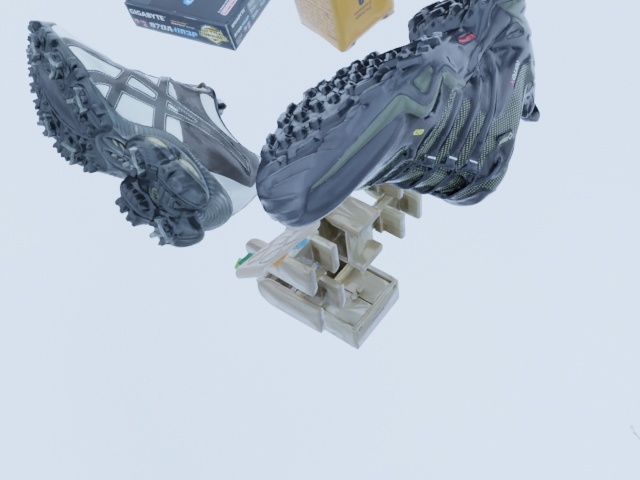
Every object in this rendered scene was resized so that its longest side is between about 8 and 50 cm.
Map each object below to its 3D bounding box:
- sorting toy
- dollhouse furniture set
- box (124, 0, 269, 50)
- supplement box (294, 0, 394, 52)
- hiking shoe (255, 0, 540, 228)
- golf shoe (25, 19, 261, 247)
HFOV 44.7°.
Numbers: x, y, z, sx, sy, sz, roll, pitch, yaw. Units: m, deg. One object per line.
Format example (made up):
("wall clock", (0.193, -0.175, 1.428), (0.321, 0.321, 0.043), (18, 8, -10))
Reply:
("sorting toy", (-0.037, 0.009, 0.593), (0.062, 0.083, 0.012), (-44, -75, -23))
("dollhouse furniture set", (0.000, 0.000, 0.959), (0.161, 0.242, 0.212), (28, -120, 27))
("box", (-0.148, -0.381, 1.117), (0.175, 0.051, 0.220), (19, -115, 22))
("supplement box", (0.003, -0.284, 0.686), (0.078, 0.233, 0.080), (-42, -124, -15))
("hiking shoe", (0.064, -0.059, 0.441), (0.227, 0.086, 0.114), (-41, -67, -30))
("golf shoe", (-0.117, -0.078, 0.512), (0.198, 0.094, 0.077), (45, -43, 18))
